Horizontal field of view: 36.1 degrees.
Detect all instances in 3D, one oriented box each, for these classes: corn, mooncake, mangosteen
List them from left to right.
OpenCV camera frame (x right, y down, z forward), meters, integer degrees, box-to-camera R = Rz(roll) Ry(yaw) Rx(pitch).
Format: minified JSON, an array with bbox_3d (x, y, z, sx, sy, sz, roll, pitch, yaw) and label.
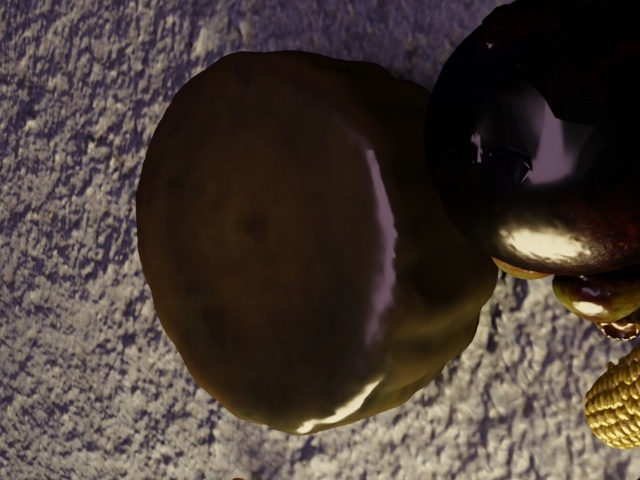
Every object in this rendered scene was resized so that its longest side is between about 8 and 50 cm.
[{"bbox_3d":[0.000,0.000,0.765,0.290,0.161,0.290,8,102,41],"label":"mooncake"},{"bbox_3d":[0.169,-0.045,0.599,0.194,0.194,0.230,-3,124,43],"label":"mangosteen"},{"bbox_3d":[0.246,0.068,0.611,0.206,0.067,0.067,-47,66,40],"label":"corn"}]

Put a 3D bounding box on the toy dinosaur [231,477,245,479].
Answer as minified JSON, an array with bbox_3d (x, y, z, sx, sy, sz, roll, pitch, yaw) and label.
[{"bbox_3d":[-0.033,0.364,0.930,0.117,0.070,0.288,-49,60,49],"label":"toy dinosaur"}]

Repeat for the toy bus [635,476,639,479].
[{"bbox_3d":[0.231,0.145,0.484,0.133,0.292,0.125,-48,65,34],"label":"toy bus"}]
